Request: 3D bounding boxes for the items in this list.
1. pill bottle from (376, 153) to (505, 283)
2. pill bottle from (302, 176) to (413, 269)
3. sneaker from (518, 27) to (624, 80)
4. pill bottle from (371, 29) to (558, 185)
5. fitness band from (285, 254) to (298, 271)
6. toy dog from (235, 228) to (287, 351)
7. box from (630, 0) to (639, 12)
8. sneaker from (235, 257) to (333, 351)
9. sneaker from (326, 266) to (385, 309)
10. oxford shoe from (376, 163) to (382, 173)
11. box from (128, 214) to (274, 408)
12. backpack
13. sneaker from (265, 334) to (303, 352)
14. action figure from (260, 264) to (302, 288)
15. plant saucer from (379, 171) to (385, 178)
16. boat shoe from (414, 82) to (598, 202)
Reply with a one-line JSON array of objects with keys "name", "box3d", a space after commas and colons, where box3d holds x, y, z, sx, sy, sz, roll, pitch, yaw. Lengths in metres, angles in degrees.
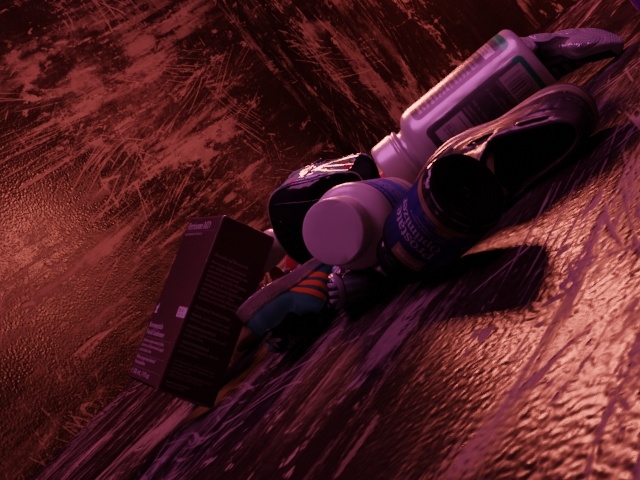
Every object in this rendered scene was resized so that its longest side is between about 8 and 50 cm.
[{"name": "pill bottle", "box3d": [0.164, -0.021, 1.147, 0.123, 0.123, 0.219, -44, -6, -33]}, {"name": "pill bottle", "box3d": [0.078, -0.031, 1.387, 0.152, 0.152, 0.272, -38, -11, 25]}, {"name": "sneaker", "box3d": [0.507, -0.363, 1.694, 0.269, 0.153, 0.101, -4, 34, 12]}, {"name": "pill bottle", "box3d": [0.291, -0.231, 1.580, 0.361, 0.204, 0.204, -39, 6, 14]}, {"name": "fitness band", "box3d": [-0.043, -0.018, 2.208, 0.290, 0.054, 0.209, -70, -11, -48]}, {"name": "toy dog", "box3d": [-0.144, 0.112, 1.863, 0.334, 0.220, 0.161, -33, -5, 33]}, {"name": "box", "box3d": [0.770, -0.652, 1.837, 0.143, 0.165, 0.270, -37, 7, 34]}, {"name": "sneaker", "box3d": [-0.025, 0.117, 1.516, 0.302, 0.121, 0.108, -30, -14, -46]}, {"name": "sneaker", "box3d": [0.071, 0.081, 1.430, 0.098, 0.083, 0.223, -10, 5, 6]}, {"name": "oxford shoe", "box3d": [0.236, -0.229, 2.558, 0.348, 0.123, 0.130, -59, -7, -69]}, {"name": "box", "box3d": [-0.253, 0.144, 1.678, 0.191, 0.143, 0.381, -2, 64, 59]}, {"name": "backpack", "box3d": [0.024, -0.062, 1.688, 0.254, 0.225, 0.191, -14, 22, 23]}, {"name": "sneaker", "box3d": [-0.061, 0.180, 1.562, 0.166, 0.065, 0.076, -43, -11, -50]}, {"name": "action figure", "box3d": [-0.023, 0.057, 1.993, 0.285, 0.099, 0.185, -36, -5, 1]}, {"name": "plant saucer", "box3d": [0.132, -0.092, 2.168, 0.332, 0.084, 0.332, -39, 6, 5]}, {"name": "boat shoe", "box3d": [0.270, -0.121, 1.257, 0.355, 0.132, 0.130, -38, 6, 33]}]
